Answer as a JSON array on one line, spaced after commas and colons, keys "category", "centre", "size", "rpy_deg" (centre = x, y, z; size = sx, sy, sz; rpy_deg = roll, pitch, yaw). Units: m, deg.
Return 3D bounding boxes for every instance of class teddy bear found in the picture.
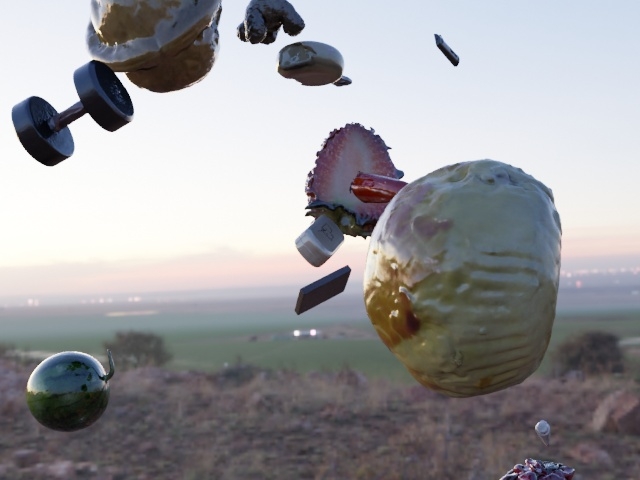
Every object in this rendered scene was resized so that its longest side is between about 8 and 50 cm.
[{"category": "teddy bear", "centre": [-0.145, -0.577, 2.344], "size": [0.177, 0.140, 0.190], "rpy_deg": [-19, 0, -17]}]

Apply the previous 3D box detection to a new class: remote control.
[{"category": "remote control", "centre": [0.237, -0.358, 1.667], "size": [0.016, 0.034, 0.091], "rpy_deg": [-18, -24, 26]}]

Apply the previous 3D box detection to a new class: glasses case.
[{"category": "glasses case", "centre": [0.000, 0.000, 1.920], "size": [0.050, 0.083, 0.196], "rpy_deg": [-44, 2, 19]}]

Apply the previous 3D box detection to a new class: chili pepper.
[{"category": "chili pepper", "centre": [0.150, -0.104, 1.888], "size": [0.088, 0.064, 0.169], "rpy_deg": [14, -1, -40]}]

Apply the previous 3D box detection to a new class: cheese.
[{"category": "cheese", "centre": [0.000, -0.444, 2.335], "size": [0.163, 0.082, 0.286], "rpy_deg": [-4, -8, 24]}]

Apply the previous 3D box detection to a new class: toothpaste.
[{"category": "toothpaste", "centre": [0.503, 0.432, 2.003], "size": [0.031, 0.048, 0.190], "rpy_deg": [-12, -22, 13]}]

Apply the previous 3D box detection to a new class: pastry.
[{"category": "pastry", "centre": [0.225, 0.058, 1.450], "size": [0.313, 0.388, 0.388], "rpy_deg": [3, -1, 11]}]

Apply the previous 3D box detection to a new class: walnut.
[{"category": "walnut", "centre": [-0.382, -0.523, 2.099], "size": [0.384, 0.383, 0.383], "rpy_deg": [-2, -2, 0]}]

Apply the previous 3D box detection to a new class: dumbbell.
[{"category": "dumbbell", "centre": [-0.519, -0.267, 1.876], "size": [0.218, 0.152, 0.152], "rpy_deg": [-27, -8, 12]}]

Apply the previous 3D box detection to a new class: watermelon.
[{"category": "watermelon", "centre": [-0.571, 0.347, 2.066], "size": [0.215, 0.188, 0.188], "rpy_deg": [-16, -2, 0]}]

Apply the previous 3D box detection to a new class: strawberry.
[{"category": "strawberry", "centre": [0.084, -0.131, 2.128], "size": [0.234, 0.306, 0.137], "rpy_deg": [18, -38, 0]}]

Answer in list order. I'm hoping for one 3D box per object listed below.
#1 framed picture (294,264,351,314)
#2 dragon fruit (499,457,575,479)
[{"category": "framed picture", "centre": [0.006, 0.144, 2.576], "size": [0.168, 0.023, 0.128], "rpy_deg": [-26, -24, -25]}, {"category": "dragon fruit", "centre": [0.352, 0.501, 1.549], "size": [0.218, 0.198, 0.273], "rpy_deg": [-2, 10, 37]}]
